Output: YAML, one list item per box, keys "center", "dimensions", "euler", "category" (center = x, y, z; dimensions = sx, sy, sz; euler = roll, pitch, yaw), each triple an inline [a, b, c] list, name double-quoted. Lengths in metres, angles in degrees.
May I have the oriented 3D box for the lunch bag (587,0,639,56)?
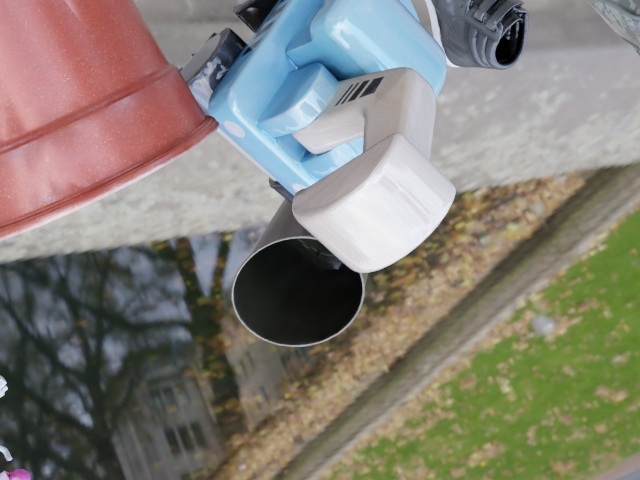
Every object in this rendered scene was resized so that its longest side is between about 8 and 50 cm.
- center: [0.487, -0.286, 1.203]
  dimensions: [0.305, 0.212, 0.256]
  euler: [-45, 120, 9]
  category: "lunch bag"

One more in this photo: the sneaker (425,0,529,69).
- center: [0.209, -0.362, 1.536]
  dimensions: [0.104, 0.147, 0.295]
  euler: [-44, 130, -21]
  category: "sneaker"

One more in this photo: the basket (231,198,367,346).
- center: [0.000, 0.000, 1.449]
  dimensions: [0.204, 0.154, 0.227]
  euler: [-43, -165, 39]
  category: "basket"

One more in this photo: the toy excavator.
- center: [0.025, -0.153, 1.144]
  dimensions: [0.445, 0.222, 0.433]
  euler: [-12, -138, 56]
  category: "toy excavator"

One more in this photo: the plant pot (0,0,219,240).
- center: [-0.269, -0.169, 0.981]
  dimensions: [0.272, 0.265, 0.272]
  euler: [-22, -165, 6]
  category: "plant pot"

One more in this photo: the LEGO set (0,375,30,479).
- center: [-0.326, 0.154, 0.905]
  dimensions: [0.107, 0.132, 0.287]
  euler: [-42, 166, -4]
  category: "LEGO set"
